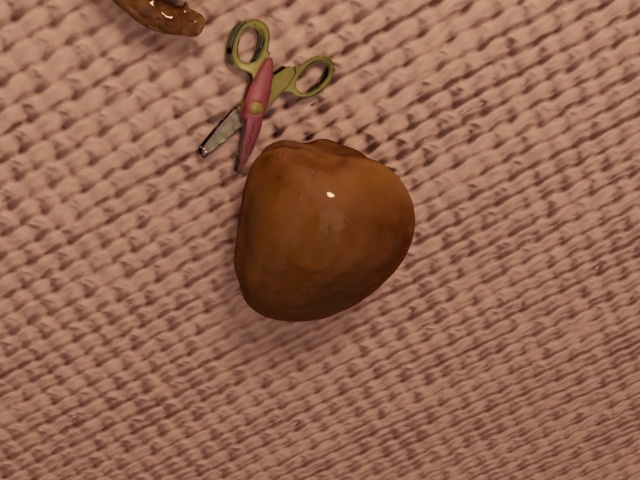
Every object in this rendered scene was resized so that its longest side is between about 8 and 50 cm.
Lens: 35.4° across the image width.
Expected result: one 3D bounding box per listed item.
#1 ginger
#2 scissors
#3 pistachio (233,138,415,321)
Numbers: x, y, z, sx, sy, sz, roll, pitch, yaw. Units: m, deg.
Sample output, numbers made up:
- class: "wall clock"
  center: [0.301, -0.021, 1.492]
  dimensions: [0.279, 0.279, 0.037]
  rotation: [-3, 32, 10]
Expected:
- class: "ginger"
  center: [-0.163, -0.335, 1.026]
  dimensions: [0.149, 0.065, 0.259]
  rotation: [12, 125, -17]
- class: "scissors"
  center: [-0.079, -0.163, 1.194]
  dimensions: [0.133, 0.020, 0.187]
  rotation: [23, 117, -22]
- class: "pistachio"
  center: [0.000, 0.000, 1.247]
  dimensions: [0.212, 0.163, 0.261]
  rotation: [22, 127, 8]
